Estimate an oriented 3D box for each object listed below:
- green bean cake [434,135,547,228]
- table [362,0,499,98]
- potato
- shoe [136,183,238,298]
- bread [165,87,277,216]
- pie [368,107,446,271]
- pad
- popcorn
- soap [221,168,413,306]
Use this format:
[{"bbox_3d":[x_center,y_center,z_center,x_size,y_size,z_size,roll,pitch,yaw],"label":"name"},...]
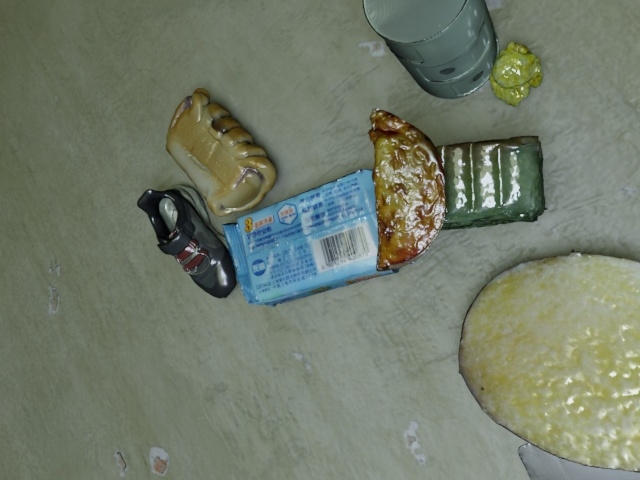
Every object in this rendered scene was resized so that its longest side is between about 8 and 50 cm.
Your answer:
[{"bbox_3d":[0.188,-0.063,0.704,0.173,0.181,0.093,-4,87,23],"label":"green bean cake"},{"bbox_3d":[0.149,-0.270,0.711,0.127,0.220,0.126,-2,86,24],"label":"table"},{"bbox_3d":[0.324,0.136,0.667,0.299,0.116,0.238,6,83,37],"label":"potato"},{"bbox_3d":[-0.226,-0.001,0.939,0.099,0.112,0.227,-40,70,18],"label":"shoe"},{"bbox_3d":[-0.168,-0.143,0.937,0.134,0.081,0.225,-48,71,22],"label":"bread"},{"bbox_3d":[0.097,-0.059,0.635,0.088,0.033,0.190,-2,92,25],"label":"pie"},{"bbox_3d":[0.344,0.289,0.708,0.157,0.003,0.112,-29,75,21],"label":"pad"},{"bbox_3d":[0.255,-0.221,0.749,0.059,0.068,0.083,49,148,43],"label":"popcorn"},{"bbox_3d":[0.000,0.000,0.849,0.294,0.077,0.156,-17,79,23],"label":"soap"}]
